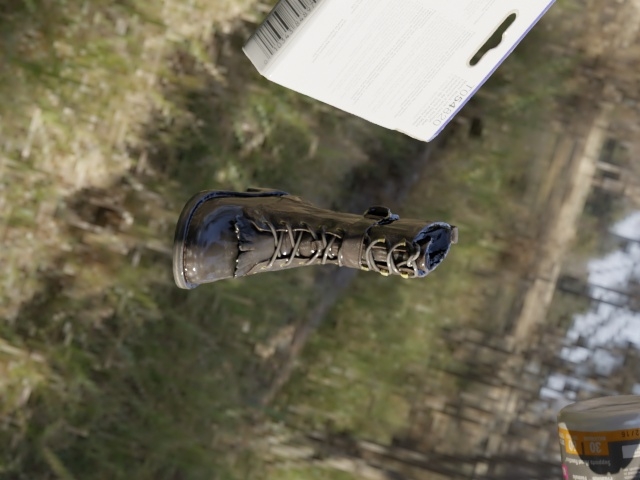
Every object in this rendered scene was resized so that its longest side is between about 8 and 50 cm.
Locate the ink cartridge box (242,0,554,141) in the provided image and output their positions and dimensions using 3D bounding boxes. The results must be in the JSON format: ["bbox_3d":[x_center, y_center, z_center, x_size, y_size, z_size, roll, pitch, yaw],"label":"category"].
[{"bbox_3d":[0.082,-0.191,1.128,0.223,0.045,0.224,-48,145,19],"label":"ink cartridge box"}]

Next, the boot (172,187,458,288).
[{"bbox_3d":[0.000,0.000,1.449,0.263,0.229,0.091,-26,121,-58],"label":"boot"}]

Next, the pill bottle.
[{"bbox_3d":[0.413,0.356,1.940,0.162,0.162,0.278,-19,102,-85],"label":"pill bottle"}]
